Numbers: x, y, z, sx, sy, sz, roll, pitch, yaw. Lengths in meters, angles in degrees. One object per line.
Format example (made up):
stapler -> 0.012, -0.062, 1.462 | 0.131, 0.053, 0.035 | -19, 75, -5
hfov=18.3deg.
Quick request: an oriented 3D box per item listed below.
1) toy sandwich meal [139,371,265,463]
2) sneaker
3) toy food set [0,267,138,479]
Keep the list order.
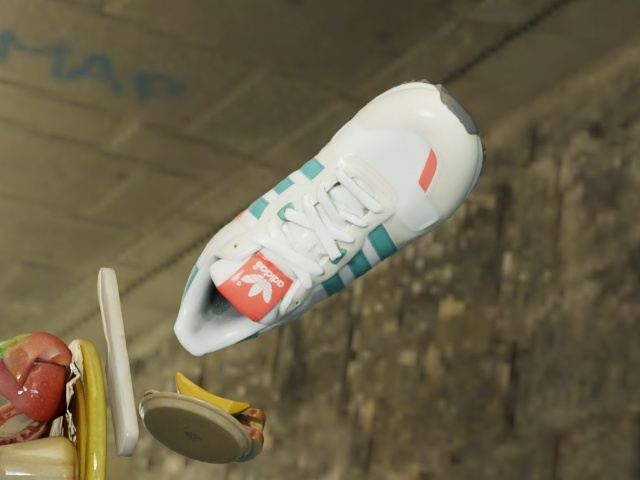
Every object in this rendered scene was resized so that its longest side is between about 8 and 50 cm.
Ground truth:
toy sandwich meal -> -0.074, 0.114, 1.272 | 0.085, 0.029, 0.085 | 16, 148, 10
sneaker -> 0.000, 0.000, 0.784 | 0.057, 0.075, 0.161 | 48, 134, -8
toy food set -> -0.147, 0.111, 0.940 | 0.071, 0.128, 0.218 | 5, 135, -17
